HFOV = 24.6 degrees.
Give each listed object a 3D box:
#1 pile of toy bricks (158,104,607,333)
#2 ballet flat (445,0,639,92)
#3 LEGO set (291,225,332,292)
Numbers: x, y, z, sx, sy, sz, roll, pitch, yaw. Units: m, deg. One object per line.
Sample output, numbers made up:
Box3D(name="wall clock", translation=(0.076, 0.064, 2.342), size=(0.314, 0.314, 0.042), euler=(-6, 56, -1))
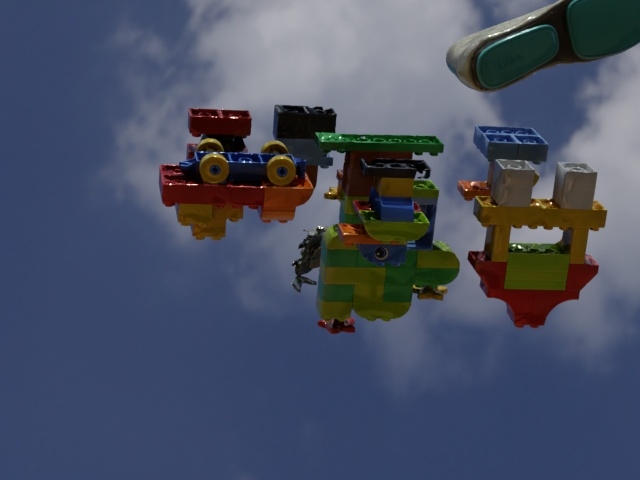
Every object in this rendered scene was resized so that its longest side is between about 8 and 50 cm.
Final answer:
Box3D(name="pile of toy bricks", translation=(0.023, -0.001, 0.735), size=(0.212, 0.118, 0.105), euler=(2, -71, -9))
Box3D(name="ballet flat", translation=(0.168, -0.154, 1.080), size=(0.168, 0.052, 0.057), euler=(-18, -66, -19))
Box3D(name="LEGO set", translation=(0.001, 0.001, 1.056), size=(0.023, 0.083, 0.054), euler=(29, -35, 27))
